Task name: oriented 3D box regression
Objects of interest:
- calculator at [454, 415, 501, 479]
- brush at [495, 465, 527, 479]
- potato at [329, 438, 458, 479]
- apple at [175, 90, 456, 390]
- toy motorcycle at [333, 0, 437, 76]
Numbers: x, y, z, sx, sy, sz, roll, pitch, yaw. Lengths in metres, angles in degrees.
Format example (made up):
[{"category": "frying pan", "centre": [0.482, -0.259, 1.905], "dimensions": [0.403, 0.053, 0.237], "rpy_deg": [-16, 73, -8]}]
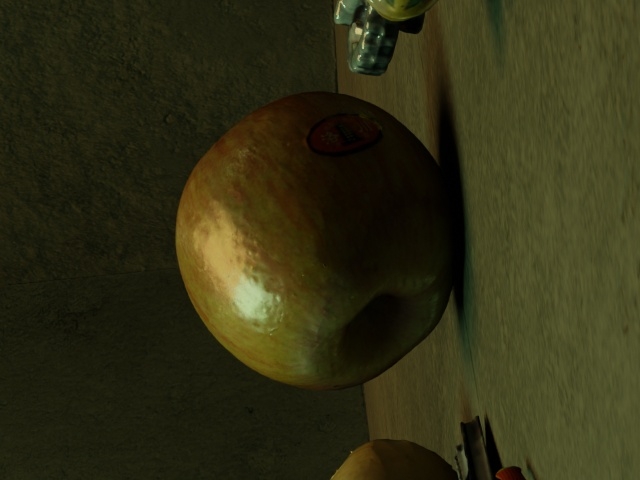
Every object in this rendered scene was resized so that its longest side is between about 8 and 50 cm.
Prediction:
[{"category": "calculator", "centre": [0.115, 0.242, 1.092], "dimensions": [0.274, 0.028, 0.165], "rpy_deg": [-94, -5, -67]}, {"category": "brush", "centre": [0.110, 0.142, 0.944], "dimensions": [0.083, 0.019, 0.021], "rpy_deg": [-118, 13, -83]}, {"category": "potato", "centre": [0.057, 0.256, 1.265], "dimensions": [0.146, 0.150, 0.234], "rpy_deg": [-52, 22, 37]}, {"category": "apple", "centre": [0.000, 0.000, 1.259], "dimensions": [0.188, 0.211, 0.211], "rpy_deg": [50, 161, 28]}, {"category": "toy motorcycle", "centre": [0.047, -0.202, 0.894], "dimensions": [0.130, 0.094, 0.229], "rpy_deg": [175, 102, -84]}]
